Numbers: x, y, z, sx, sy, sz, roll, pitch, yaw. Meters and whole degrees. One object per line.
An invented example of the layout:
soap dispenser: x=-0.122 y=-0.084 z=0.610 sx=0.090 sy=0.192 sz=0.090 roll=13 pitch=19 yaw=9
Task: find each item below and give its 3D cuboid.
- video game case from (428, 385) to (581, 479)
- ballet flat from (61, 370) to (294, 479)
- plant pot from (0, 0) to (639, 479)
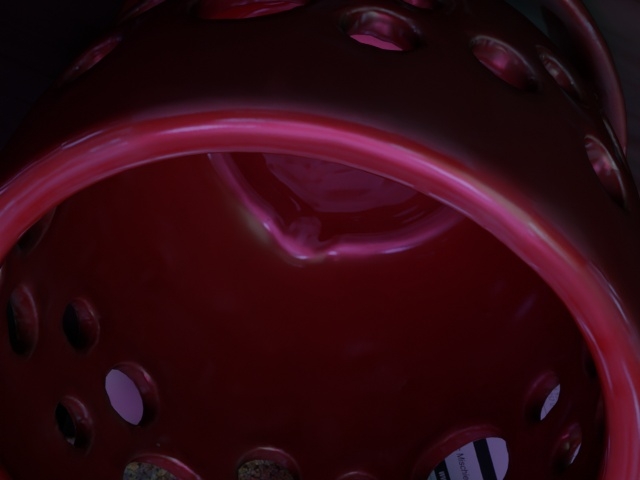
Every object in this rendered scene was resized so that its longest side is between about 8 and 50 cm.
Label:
video game case: x=0.132 y=0.121 z=0.624 sx=0.193 sy=0.023 sz=0.212 roll=-6 pitch=109 yaw=34
ballet flat: x=-0.108 y=0.071 z=0.635 sx=0.348 sy=0.123 sz=0.123 roll=7 pitch=127 yaw=6
plant pot: x=0.000 y=0.000 z=0.527 sx=0.191 sy=0.174 sz=0.191 roll=4 pitch=127 yaw=5
